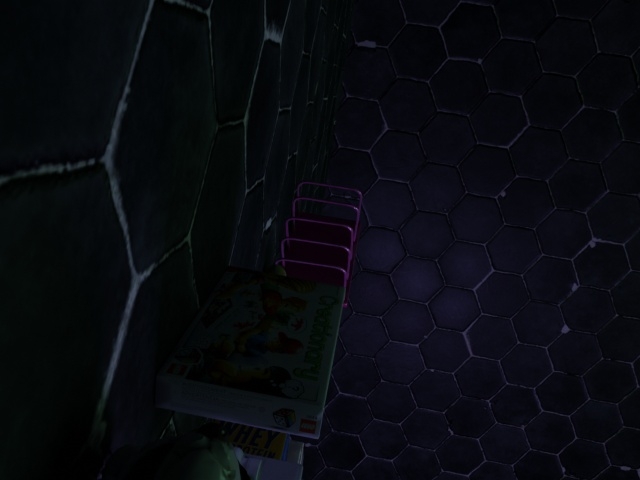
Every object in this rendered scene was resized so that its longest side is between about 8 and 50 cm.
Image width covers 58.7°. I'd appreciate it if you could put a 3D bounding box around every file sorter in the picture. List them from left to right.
[{"bbox_3d":[0.000,0.000,1.571,0.182,0.202,0.290,93,8,-54],"label":"file sorter"}]

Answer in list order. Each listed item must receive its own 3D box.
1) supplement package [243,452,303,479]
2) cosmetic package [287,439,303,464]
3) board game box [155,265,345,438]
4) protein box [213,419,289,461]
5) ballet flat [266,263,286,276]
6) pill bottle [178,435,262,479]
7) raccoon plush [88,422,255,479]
[{"bbox_3d":[-0.140,0.483,0.829,0.175,0.178,0.292,-71,171,-72],"label":"supplement package"},{"bbox_3d":[-0.131,0.621,1.577,0.309,0.160,0.113,95,5,-64],"label":"cosmetic package"},{"bbox_3d":[-0.075,0.133,0.775,0.305,0.193,0.053,-73,172,-68],"label":"board game box"},{"bbox_3d":[-0.140,0.434,1.038,0.201,0.136,0.199,-74,173,-58],"label":"protein box"},{"bbox_3d":[-0.104,0.149,1.371,0.073,0.080,0.232,-98,-168,-45],"label":"ballet flat"},{"bbox_3d":[-0.142,0.307,0.765,0.067,0.120,0.067,11,90,-87],"label":"pill bottle"},{"bbox_3d":[-0.182,0.345,0.407,0.446,0.216,0.299,-51,-171,-4],"label":"raccoon plush"}]
